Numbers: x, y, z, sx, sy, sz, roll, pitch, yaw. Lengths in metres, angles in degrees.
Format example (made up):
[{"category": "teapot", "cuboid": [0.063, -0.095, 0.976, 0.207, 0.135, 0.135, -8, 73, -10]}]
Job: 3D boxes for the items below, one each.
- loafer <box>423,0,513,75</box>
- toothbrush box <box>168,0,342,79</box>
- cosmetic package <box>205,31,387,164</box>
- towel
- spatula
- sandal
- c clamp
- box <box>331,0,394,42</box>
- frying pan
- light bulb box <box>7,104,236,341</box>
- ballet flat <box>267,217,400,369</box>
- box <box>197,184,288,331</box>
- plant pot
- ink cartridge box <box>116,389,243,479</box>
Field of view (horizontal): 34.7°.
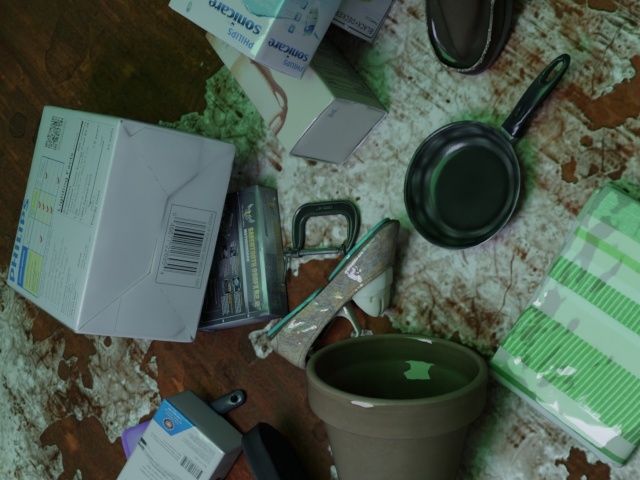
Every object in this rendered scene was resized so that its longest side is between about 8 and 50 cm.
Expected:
[{"category": "loafer", "cuboid": [0.191, -0.398, 1.465, 0.134, 0.130, 0.366, 18, 131, 31]}, {"category": "toothbrush box", "cuboid": [-0.065, -0.426, 1.539, 0.216, 0.126, 0.295, 36, 103, 33]}, {"category": "cosmetic package", "cuboid": [-0.044, -0.277, 1.701, 0.129, 0.153, 0.296, -49, 58, 24]}, {"category": "towel", "cuboid": [0.398, 0.114, 1.396, 0.248, 0.038, 0.325, 38, 105, 32]}, {"category": "spatula", "cuboid": [-0.247, 0.335, 1.854, 0.296, 0.030, 0.084, -30, 69, 30]}, {"category": "sandal", "cuboid": [0.019, 0.456, 1.568, 0.107, 0.167, 0.446, -37, 63, 8]}, {"category": "c clamp", "cuboid": [0.000, 0.000, 1.718, 0.161, 0.022, 0.137, -11, 73, 37]}, {"category": "box", "cuboid": [-0.032, -0.448, 1.702, 0.290, 0.169, 0.087, 41, 106, 34]}, {"category": "frying pan", "cuboid": [0.238, -0.142, 1.535, 0.197, 0.053, 0.326, 26, 98, 36]}, {"category": "light bulb box", "cuboid": [-0.362, -0.038, 1.808, 0.361, 0.225, 0.358, 18, 96, 55]}, {"category": "ballet flat", "cuboid": [0.045, 0.096, 1.636, 0.106, 0.107, 0.316, 48, 120, 9]}, {"category": "box", "cuboid": [-0.152, 0.034, 1.802, 0.183, 0.056, 0.231, -15, 76, 34]}, {"category": "plant pot", "cuboid": [0.109, 0.283, 1.484, 0.263, 0.263, 0.229, 12, 111, 37]}, {"category": "ink cartridge box", "cuboid": [-0.245, 0.389, 1.790, 0.148, 0.086, 0.203, 38, 111, 18]}]
